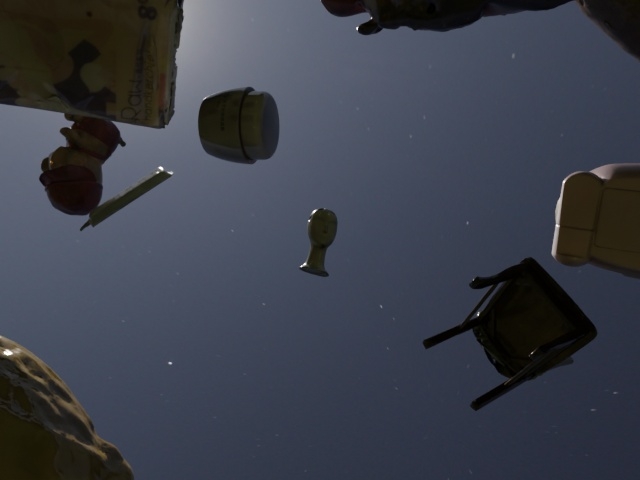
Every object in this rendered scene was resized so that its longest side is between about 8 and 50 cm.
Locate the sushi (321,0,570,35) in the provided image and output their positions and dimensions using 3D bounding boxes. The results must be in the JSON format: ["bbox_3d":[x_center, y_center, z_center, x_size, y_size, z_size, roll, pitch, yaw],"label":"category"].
[{"bbox_3d":[0.100,-0.230,0.482,0.225,0.097,0.103,4,-147,30],"label":"sushi"}]

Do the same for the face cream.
[{"bbox_3d":[-0.123,-0.176,0.891,0.104,0.117,0.117,3,-107,13],"label":"face cream"}]

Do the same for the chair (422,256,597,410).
[{"bbox_3d":[0.341,0.139,0.943,0.160,0.319,0.186,54,-46,29],"label":"chair"}]

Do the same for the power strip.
[{"bbox_3d":[-0.462,-0.100,1.370,0.252,0.027,0.060,-35,-155,-10],"label":"power strip"}]

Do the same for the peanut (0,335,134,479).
[{"bbox_3d":[-0.258,0.113,0.344,0.305,0.147,0.147,18,-104,-7],"label":"peanut"}]

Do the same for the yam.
[{"bbox_3d":[0.259,-0.177,0.435,0.127,0.084,0.084,34,-98,-8],"label":"yam"}]

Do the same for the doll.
[{"bbox_3d":[-0.594,-0.191,1.416,0.152,0.196,0.256,7,-103,19],"label":"doll"}]

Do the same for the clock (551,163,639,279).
[{"bbox_3d":[0.559,-0.027,0.960,0.341,0.325,0.184,17,-80,28],"label":"clock"}]

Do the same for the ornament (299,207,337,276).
[{"bbox_3d":[0.000,0.000,1.358,0.074,0.081,0.156,15,-106,-11],"label":"ornament"}]

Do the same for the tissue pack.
[{"bbox_3d":[-0.391,-0.320,0.894,0.343,0.243,0.125,6,-140,-15],"label":"tissue pack"}]
